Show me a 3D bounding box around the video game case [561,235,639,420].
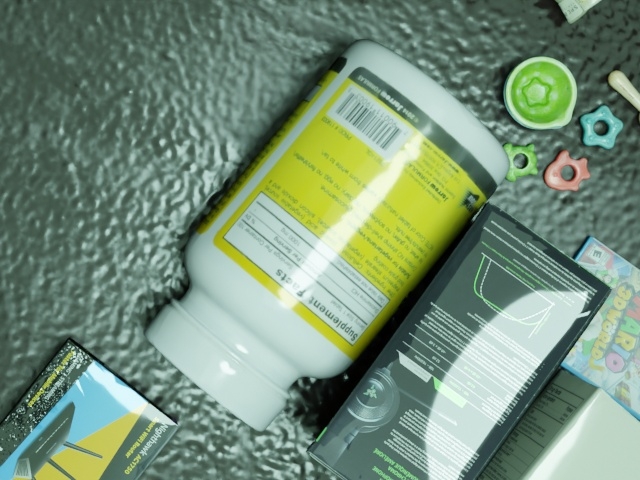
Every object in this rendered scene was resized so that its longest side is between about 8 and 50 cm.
[{"bbox_3d":[0.292,0.091,1.785,0.166,0.015,0.119,35,88,-5],"label":"video game case"}]

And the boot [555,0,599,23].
[{"bbox_3d":[0.189,-0.271,1.737,0.213,0.077,0.165,-33,96,-6],"label":"boot"}]

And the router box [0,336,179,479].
[{"bbox_3d":[-0.237,0.199,1.725,0.133,0.046,0.179,38,88,-5],"label":"router box"}]

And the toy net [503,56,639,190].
[{"bbox_3d":[0.283,-0.104,1.764,0.232,0.045,0.122,5,91,-5],"label":"toy net"}]

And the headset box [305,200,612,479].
[{"bbox_3d":[0.115,0.124,1.648,0.131,0.246,0.283,35,89,5],"label":"headset box"}]

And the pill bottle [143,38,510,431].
[{"bbox_3d":[0.000,0.000,1.670,0.188,0.188,0.334,40,88,-5],"label":"pill bottle"}]

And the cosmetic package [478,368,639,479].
[{"bbox_3d":[0.180,0.277,1.709,0.113,0.160,0.309,41,89,-6],"label":"cosmetic package"}]
